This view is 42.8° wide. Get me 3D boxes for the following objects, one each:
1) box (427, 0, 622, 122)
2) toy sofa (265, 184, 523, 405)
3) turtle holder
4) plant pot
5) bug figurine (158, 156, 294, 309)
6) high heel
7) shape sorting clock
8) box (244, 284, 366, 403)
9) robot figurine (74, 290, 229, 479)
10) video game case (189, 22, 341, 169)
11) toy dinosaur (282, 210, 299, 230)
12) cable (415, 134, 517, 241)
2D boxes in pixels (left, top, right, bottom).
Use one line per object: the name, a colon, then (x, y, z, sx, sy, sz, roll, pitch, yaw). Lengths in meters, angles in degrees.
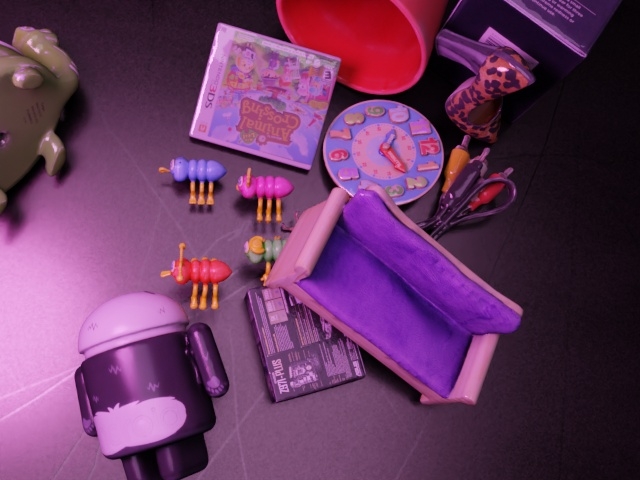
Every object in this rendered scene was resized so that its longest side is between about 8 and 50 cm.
box: (0.391, -0.449, 1.379, 0.212, 0.293, 0.395, 35, 74, 0)
toy sofa: (0.116, 0.090, 1.213, 0.362, 0.177, 0.150, 39, 59, -20)
turtle holder: (-0.514, -0.212, 1.214, 0.227, 0.243, 0.320, 31, 83, 16)
plant pot: (0.099, -0.423, 1.359, 0.275, 0.275, 0.243, 30, 65, -2)
bug figurine: (-0.141, -0.033, 1.272, 0.216, 0.072, 0.279, -1, 57, -11)
high heel: (0.289, -0.214, 1.313, 0.093, 0.261, 0.186, -45, 47, -8)
shape sorting clock: (0.107, -0.151, 1.384, 0.206, 0.040, 0.206, 3, 65, -7)
box: (-0.026, 0.151, 1.291, 0.147, 0.077, 0.180, -14, 80, -12)
robot figurine: (-0.251, 0.213, 1.196, 0.209, 0.173, 0.278, -14, 80, -17)
video game case: (-0.092, -0.238, 1.361, 0.212, 0.023, 0.193, 15, 97, -6)
toy dinosaur: (0.000, 0.000, 1.352, 0.183, 0.053, 0.093, 4, 92, -1)
cable: (0.222, -0.042, 1.390, 0.139, 0.072, 0.287, 38, 84, 11)
